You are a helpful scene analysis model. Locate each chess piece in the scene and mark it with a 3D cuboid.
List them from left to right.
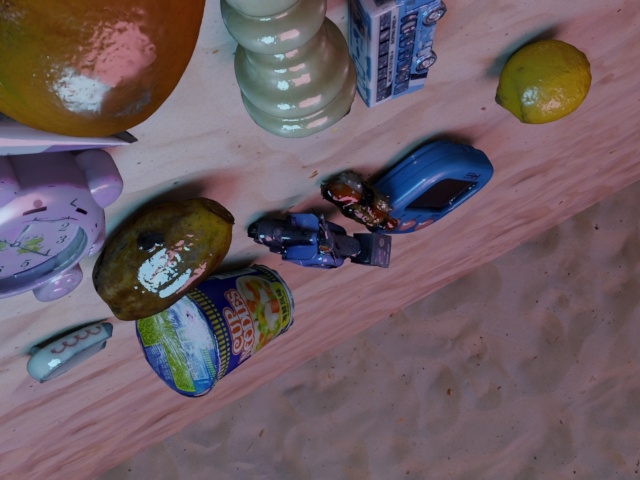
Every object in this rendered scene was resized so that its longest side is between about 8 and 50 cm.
[{"bbox_3d":[-0.054,-0.292,1.001,0.182,0.182,0.330,-29,156,-4],"label":"chess piece"}]

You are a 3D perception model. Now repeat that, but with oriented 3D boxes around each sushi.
[{"bbox_3d":[0.092,-0.091,1.779,0.226,0.097,0.103,32,86,-29],"label":"sushi"}]

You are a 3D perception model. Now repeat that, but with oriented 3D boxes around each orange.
[{"bbox_3d":[-0.273,-0.249,0.893,0.310,0.274,0.274,-5,179,36],"label":"orange"}]

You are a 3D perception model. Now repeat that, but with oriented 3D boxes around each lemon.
[{"bbox_3d":[0.480,-0.337,1.649,0.193,0.180,0.180,-2,151,-23],"label":"lemon"}]

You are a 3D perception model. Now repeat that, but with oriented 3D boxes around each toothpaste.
[{"bbox_3d":[-0.393,-0.142,0.989,0.299,0.114,0.073,-7,120,-42],"label":"toothpaste"}]

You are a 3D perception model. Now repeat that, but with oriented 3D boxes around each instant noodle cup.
[{"bbox_3d":[-0.236,0.191,1.859,0.312,0.284,0.284,-22,162,-48],"label":"instant noodle cup"}]

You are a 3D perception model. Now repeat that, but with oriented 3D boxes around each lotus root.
[{"bbox_3d":[-0.296,0.021,1.453,0.291,0.193,0.193,-33,161,16],"label":"lotus root"}]

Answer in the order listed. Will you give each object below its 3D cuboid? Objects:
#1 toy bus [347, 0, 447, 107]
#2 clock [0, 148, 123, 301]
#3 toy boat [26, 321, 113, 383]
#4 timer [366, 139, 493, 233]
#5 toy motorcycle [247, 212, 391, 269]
[{"bbox_3d":[0.115,-0.334,1.230,0.131,0.106,0.297,-24,162,-5],"label":"toy bus"},{"bbox_3d":[-0.467,-0.014,1.172,0.296,0.113,0.322,-7,150,-49],"label":"clock"},{"bbox_3d":[-0.580,0.247,1.770,0.208,0.079,0.134,-30,173,-36],"label":"toy boat"},{"bbox_3d":[0.268,-0.132,1.956,0.309,0.115,0.340,-37,160,29],"label":"timer"},{"bbox_3d":[0.000,0.000,1.807,0.213,0.125,0.359,1,174,38],"label":"toy motorcycle"}]
